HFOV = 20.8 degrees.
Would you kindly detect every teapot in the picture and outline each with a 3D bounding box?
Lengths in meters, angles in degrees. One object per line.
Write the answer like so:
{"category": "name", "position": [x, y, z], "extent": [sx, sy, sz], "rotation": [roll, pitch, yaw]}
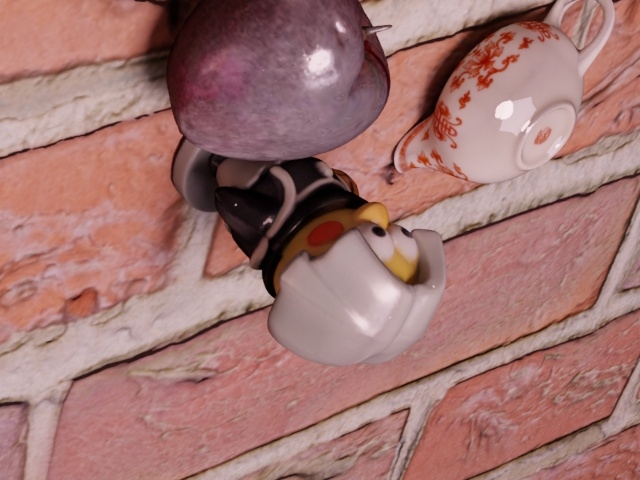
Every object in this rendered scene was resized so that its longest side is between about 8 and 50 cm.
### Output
{"category": "teapot", "position": [0.182, -0.133, 1.592], "extent": [0.245, 0.116, 0.159], "rotation": [-46, 137, -7]}

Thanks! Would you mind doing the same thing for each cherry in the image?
{"category": "cherry", "position": [-0.030, -0.134, 1.318], "extent": [0.176, 0.140, 0.176], "rotation": [-10, 146, -7]}

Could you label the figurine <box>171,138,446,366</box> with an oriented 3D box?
{"category": "figurine", "position": [0.000, 0.000, 1.409], "extent": [0.176, 0.236, 0.133], "rotation": [0, 130, -48]}
